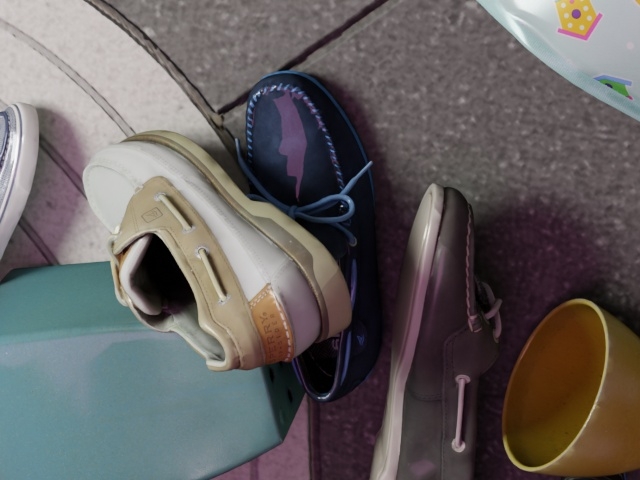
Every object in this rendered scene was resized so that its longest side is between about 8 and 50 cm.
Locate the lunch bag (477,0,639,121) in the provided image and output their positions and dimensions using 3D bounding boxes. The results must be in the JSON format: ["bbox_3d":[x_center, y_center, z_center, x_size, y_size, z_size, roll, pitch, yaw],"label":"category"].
[{"bbox_3d":[0.256,-0.190,1.261,0.262,0.160,0.223,31,119,-2],"label":"lunch bag"}]

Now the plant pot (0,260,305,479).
[{"bbox_3d":[-0.141,0.107,1.520,0.234,0.165,0.166,-10,108,15],"label":"plant pot"}]

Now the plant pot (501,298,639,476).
[{"bbox_3d":[0.212,0.122,1.433,0.095,0.134,0.134,22,120,-22],"label":"plant pot"}]

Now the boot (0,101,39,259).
[{"bbox_3d":[-0.291,-0.027,1.532,0.086,0.069,0.190,11,108,-31],"label":"boot"}]

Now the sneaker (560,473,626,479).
[{"bbox_3d":[0.218,0.252,1.500,0.067,0.078,0.188,-6,110,21],"label":"sneaker"}]

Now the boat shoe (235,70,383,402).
[{"bbox_3d":[0.000,0.000,1.462,0.109,0.089,0.258,-12,106,23],"label":"boat shoe"}]

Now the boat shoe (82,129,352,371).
[{"bbox_3d":[-0.106,0.004,1.410,0.302,0.103,0.113,29,140,50],"label":"boat shoe"}]

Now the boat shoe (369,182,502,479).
[{"bbox_3d":[0.099,0.107,1.473,0.095,0.112,0.335,6,120,-3],"label":"boat shoe"}]
